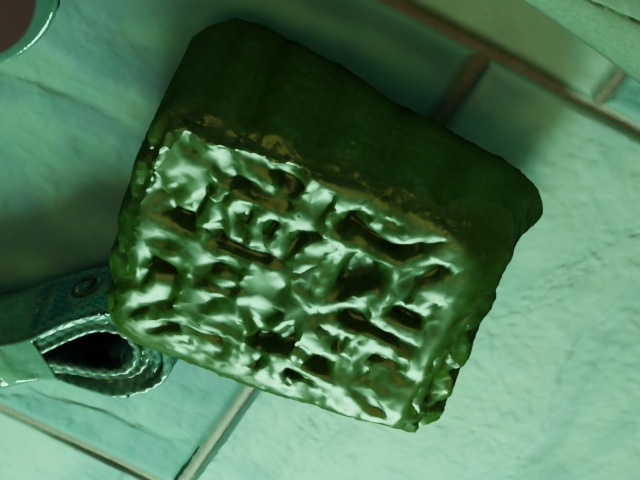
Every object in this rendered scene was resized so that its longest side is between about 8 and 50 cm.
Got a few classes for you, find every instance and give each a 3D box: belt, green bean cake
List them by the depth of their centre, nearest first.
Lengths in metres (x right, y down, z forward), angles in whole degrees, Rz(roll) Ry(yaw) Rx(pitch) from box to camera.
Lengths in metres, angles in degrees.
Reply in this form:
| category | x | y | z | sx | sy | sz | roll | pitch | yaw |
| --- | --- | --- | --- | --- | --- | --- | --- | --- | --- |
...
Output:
| category | x | y | z | sx | sy | sz | roll | pitch | yaw |
| --- | --- | --- | --- | --- | --- | --- | --- | --- | --- |
| green bean cake | 0.000 | 0.000 | 1.159 | 0.248 | 0.125 | 0.222 | 19 | 133 | -1 |
| belt | -0.232 | 0.083 | 1.337 | 0.302 | 0.072 | 0.087 | -11 | 125 | 25 |

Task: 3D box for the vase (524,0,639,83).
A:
| category | x | y | z | sx | sy | sz | roll | pitch | yaw |
| --- | --- | --- | --- | --- | --- | --- | --- | --- | --- |
| vase | 0.201 | -0.154 | 0.900 | 0.445 | 0.250 | 0.250 | 17 | 134 | 4 |

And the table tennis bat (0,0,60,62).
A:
| category | x | y | z | sx | sy | sz | roll | pitch | yaw |
| --- | --- | --- | --- | --- | --- | --- | --- | --- | --- |
| table tennis bat | -0.200 | -0.185 | 1.113 | 0.244 | 0.040 | 0.153 | -20 | 122 | 35 |
